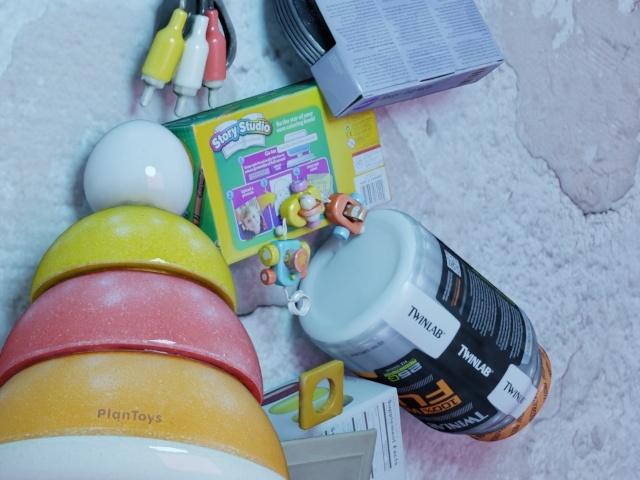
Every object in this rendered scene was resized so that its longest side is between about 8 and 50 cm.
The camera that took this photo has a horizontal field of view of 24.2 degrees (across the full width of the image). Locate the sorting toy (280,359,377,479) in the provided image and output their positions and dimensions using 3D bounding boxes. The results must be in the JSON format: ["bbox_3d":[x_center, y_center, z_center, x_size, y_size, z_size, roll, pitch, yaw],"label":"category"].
[{"bbox_3d":[-0.019,0.294,1.617,0.196,0.047,0.347,-1,102,-51],"label":"sorting toy"}]

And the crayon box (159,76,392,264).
[{"bbox_3d":[-0.051,-0.088,1.739,0.278,0.081,0.165,-22,105,-39],"label":"crayon box"}]

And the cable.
[{"bbox_3d":[-0.124,-0.279,1.633,0.139,0.072,0.287,-5,116,-45],"label":"cable"}]

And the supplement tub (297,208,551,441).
[{"bbox_3d":[0.137,0.115,1.839,0.316,0.194,0.193,37,68,-35],"label":"supplement tub"}]

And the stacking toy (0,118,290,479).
[{"bbox_3d":[-0.182,0.087,1.507,0.351,0.351,0.479,28,52,-38],"label":"stacking toy"}]

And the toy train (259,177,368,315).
[{"bbox_3d":[0.000,0.000,1.702,0.125,0.046,0.166,43,65,-35],"label":"toy train"}]

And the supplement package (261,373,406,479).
[{"bbox_3d":[-0.035,0.256,1.724,0.244,0.139,0.133,-21,112,-40],"label":"supplement package"}]

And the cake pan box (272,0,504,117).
[{"bbox_3d":[0.068,-0.284,1.786,0.267,0.070,0.245,-20,77,-40],"label":"cake pan box"}]
